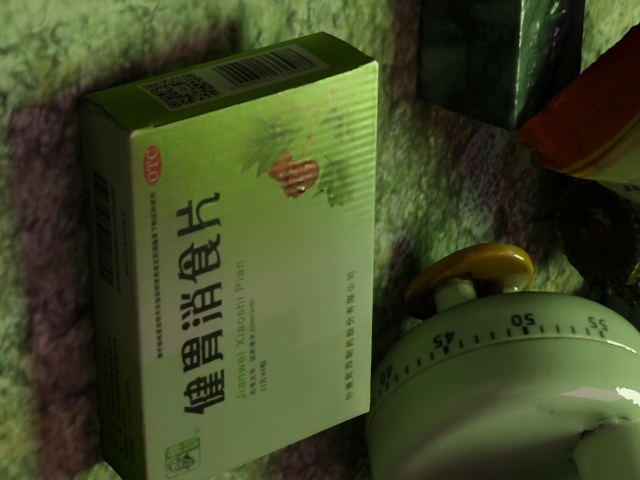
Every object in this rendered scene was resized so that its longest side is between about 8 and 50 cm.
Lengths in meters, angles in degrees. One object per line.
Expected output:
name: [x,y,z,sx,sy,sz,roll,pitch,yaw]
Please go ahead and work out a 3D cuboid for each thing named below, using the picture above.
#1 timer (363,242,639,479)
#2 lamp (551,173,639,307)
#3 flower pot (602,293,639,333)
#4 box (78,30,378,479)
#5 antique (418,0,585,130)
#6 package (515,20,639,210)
timer: [0.152,0.153,1.232,0.233,0.233,0.240,55,21,-51]
lamp: [0.322,-0.048,1.400,0.274,0.177,0.177,-19,125,-33]
flower pot: [0.367,0.131,1.528,0.265,0.265,0.243,-25,115,-44]
box: [-0.051,0.017,1.019,0.175,0.062,0.261,-20,126,-31]
antique: [0.129,-0.182,1.149,0.088,0.086,0.183,-30,132,-41]
package: [0.291,-0.079,1.196,0.288,0.108,0.223,32,98,-36]
